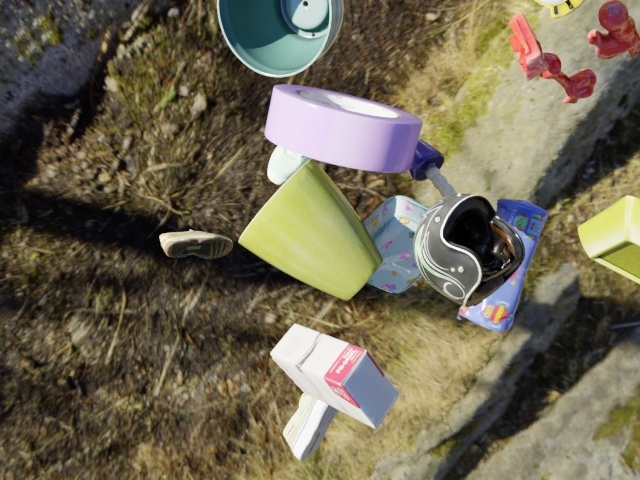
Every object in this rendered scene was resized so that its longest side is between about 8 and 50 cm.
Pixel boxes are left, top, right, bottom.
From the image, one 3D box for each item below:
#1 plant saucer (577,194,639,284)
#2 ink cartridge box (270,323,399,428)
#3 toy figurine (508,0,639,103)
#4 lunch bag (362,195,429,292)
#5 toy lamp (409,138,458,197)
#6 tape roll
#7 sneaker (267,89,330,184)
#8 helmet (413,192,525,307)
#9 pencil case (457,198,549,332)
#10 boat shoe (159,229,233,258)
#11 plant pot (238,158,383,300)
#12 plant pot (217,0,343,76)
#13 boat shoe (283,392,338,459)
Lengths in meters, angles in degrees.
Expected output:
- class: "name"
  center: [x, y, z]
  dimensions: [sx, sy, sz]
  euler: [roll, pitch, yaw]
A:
- class: "plant saucer"
  center: [0.452, 0.024, 0.908]
  dimensions: [0.188, 0.188, 0.045]
  euler: [28, 80, 7]
- class: "ink cartridge box"
  center: [0.018, 0.185, 0.946]
  dimensions: [0.063, 0.150, 0.109]
  euler: [-51, 128, -21]
- class: "toy figurine"
  center: [0.328, -0.116, 0.418]
  dimensions: [0.362, 0.191, 0.217]
  euler: [-23, 62, 22]
- class: "lunch bag"
  center: [0.211, 0.018, 1.849]
  dimensions: [0.224, 0.279, 0.108]
  euler: [22, 43, -22]
- class: "toy lamp"
  center: [0.253, -0.092, 1.331]
  dimensions: [0.080, 0.080, 0.275]
  euler: [-28, 63, -10]
- class: "tape roll"
  center: [0.042, -0.206, 1.224]
  dimensions: [0.275, 0.275, 0.090]
  euler: [10, 109, -13]
- class: "sneaker"
  center: [-0.050, -0.264, 1.678]
  dimensions: [0.094, 0.151, 0.256]
  euler: [32, 70, 10]
- class: "helmet"
  center: [0.232, 0.010, 1.117]
  dimensions: [0.169, 0.169, 0.161]
  euler: [-35, 65, -9]
- class: "pencil case"
  center: [0.415, 0.056, 1.543]
  dimensions: [0.119, 0.133, 0.306]
  euler: [18, 96, 6]
- class: "boat shoe"
  center: [-0.309, -0.001, 1.693]
  dimensions: [0.190, 0.072, 0.068]
  euler: [4, 123, -42]
- class: "plant pot"
  center: [0.000, 0.000, 1.651]
  dimensions: [0.293, 0.275, 0.275]
  euler: [42, 84, 0]
- class: "plant pot"
  center: [-0.065, -0.547, 1.584]
  dimensions: [0.293, 0.196, 0.293]
  euler: [12, 117, 23]
- class: "boat shoe"
  center: [-0.015, 0.429, 1.733]
  dimensions: [0.094, 0.109, 0.302]
  euler: [39, 114, 27]
